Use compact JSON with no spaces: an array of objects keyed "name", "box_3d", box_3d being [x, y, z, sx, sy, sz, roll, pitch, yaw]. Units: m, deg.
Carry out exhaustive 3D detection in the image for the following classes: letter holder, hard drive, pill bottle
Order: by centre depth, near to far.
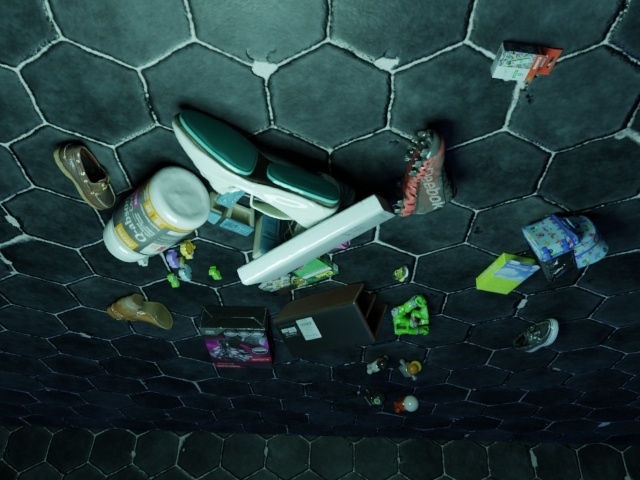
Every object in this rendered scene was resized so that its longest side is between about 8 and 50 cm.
[{"name":"hard drive","box_3d":[0.000,0.000,1.357,0.353,0.047,0.233,-29,173,13]},{"name":"pill bottle","box_3d":[-0.409,-0.055,1.415,0.162,0.162,0.278,30,138,-35]},{"name":"letter holder","box_3d":[0.040,0.233,1.856,0.302,0.214,0.152,-18,110,29]}]

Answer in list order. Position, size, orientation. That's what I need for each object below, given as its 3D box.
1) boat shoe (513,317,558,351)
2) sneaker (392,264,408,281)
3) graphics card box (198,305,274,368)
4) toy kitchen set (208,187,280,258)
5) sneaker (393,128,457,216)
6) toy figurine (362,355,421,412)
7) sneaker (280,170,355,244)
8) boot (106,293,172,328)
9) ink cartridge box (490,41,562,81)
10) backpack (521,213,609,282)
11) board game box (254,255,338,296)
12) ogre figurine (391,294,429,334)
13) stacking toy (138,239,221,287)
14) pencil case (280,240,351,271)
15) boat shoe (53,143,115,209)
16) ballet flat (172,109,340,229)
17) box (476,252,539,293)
[{"name":"boat shoe","box_3d":[0.742,0.330,2.004,0.076,0.080,0.228,5,154,-7]},{"name":"sneaker","box_3d":[0.239,0.098,1.719,0.035,0.031,0.083,7,146,-6]},{"name":"graphics card box","box_3d":[-0.293,0.360,2.094,0.233,0.094,0.371,2,146,1]},{"name":"toy kitchen set","box_3d":[-0.169,-0.058,1.428,0.207,0.122,0.166,22,142,-27]},{"name":"sneaker","box_3d":[0.250,-0.147,1.291,0.135,0.097,0.276,4,148,-2]},{"name":"toy figurine","box_3d":[0.282,0.559,2.249,0.213,0.209,0.148,14,161,-11]},{"name":"sneaker","box_3d":[-0.012,-0.052,1.443,0.122,0.110,0.283,15,145,-23]},{"name":"boot","box_3d":[-0.621,0.256,1.981,0.152,0.073,0.197,-24,126,32]},{"name":"ink cartridge box","box_3d":[0.383,-0.329,1.068,0.115,0.029,0.063,6,146,-4]},{"name":"backpack","box_3d":[0.619,0.001,1.446,0.173,0.158,0.117,-24,122,14]},{"name":"board game box","box_3d":[-0.087,0.100,1.747,0.260,0.030,0.136,-23,137,33]},{"name":"ogre figurine","box_3d":[0.296,0.257,1.900,0.118,0.096,0.197,-13,157,2]},{"name":"stacking toy","box_3d":[-0.419,0.079,1.716,0.167,0.052,0.221,-9,146,16]},{"name":"pencil case","box_3d":[-0.013,0.014,1.557,0.209,0.095,0.098,-24,117,33]},{"name":"boat shoe","box_3d":[-0.541,-0.146,1.364,0.073,0.073,0.207,-5,146,14]},{"name":"ballet flat","box_3d":[-0.151,-0.132,1.247,0.400,0.139,0.139,26,141,-14]},{"name":"box","box_3d":[0.547,0.095,1.683,0.109,0.042,0.178,11,145,-14]}]
